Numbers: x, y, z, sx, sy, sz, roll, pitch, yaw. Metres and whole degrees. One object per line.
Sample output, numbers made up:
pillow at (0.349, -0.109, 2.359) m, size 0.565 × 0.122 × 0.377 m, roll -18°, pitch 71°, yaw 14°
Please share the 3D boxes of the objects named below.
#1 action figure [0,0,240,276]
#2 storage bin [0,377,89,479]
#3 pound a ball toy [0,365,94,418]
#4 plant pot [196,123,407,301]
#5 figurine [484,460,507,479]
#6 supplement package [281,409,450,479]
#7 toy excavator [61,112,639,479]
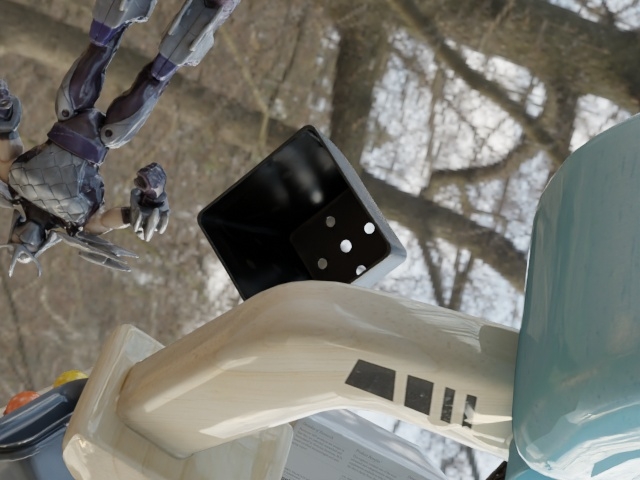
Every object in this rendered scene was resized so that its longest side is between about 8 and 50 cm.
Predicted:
action figure at (-0.180, -0.097, 0.855) m, size 0.285 × 0.185 × 0.099 m, roll -60°, pitch -170°, yaw 3°
storage bin at (-0.196, 0.171, 0.848) m, size 0.098 × 0.135 × 0.091 m, roll -11°, pitch -78°, yaw 32°
pound a ball toy at (-0.368, 0.239, 1.438) m, size 0.208 × 0.319 × 0.136 m, roll 5°, pitch -75°, yaw 33°
plant pot at (0.000, 0.000, 1.322) m, size 0.187 × 0.167 × 0.188 m, roll -38°, pitch -111°, yaw 17°
figurine at (0.206, 0.329, 1.084) m, size 0.209 × 0.215 × 0.092 m, roll -35°, pitch 175°, yaw 3°
supplement package at (0.027, 0.325, 1.524) m, size 0.145 × 0.262 × 0.204 m, roll -59°, pitch -165°, yaw 2°
toy excavator at (0.120, 0.064, 0.516) m, size 0.433 × 0.445 × 0.222 m, roll 115°, pitch -5°, yaw -50°
